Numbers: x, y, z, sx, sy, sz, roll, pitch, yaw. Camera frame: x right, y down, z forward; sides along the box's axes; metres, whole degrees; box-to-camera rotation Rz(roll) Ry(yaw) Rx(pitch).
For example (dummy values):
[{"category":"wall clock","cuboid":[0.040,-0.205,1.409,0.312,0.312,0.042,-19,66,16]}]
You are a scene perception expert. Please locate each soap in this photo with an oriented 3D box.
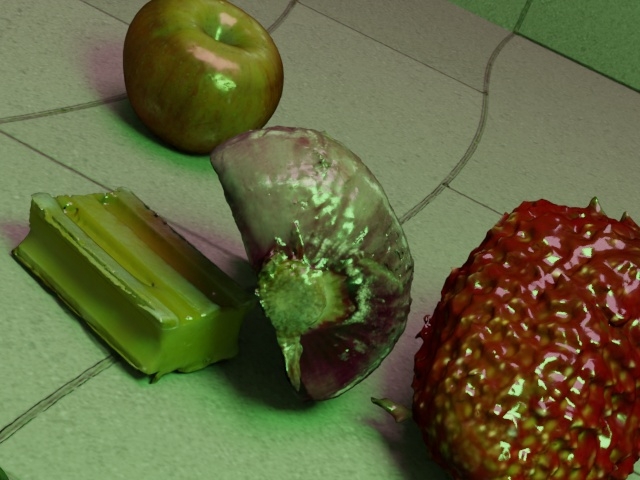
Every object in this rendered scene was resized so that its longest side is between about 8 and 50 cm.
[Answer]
[{"category":"soap","cuboid":[-0.184,0.036,1.275,0.135,0.076,0.233,-7,38,-48]}]

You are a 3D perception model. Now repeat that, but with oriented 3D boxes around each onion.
[{"category":"onion","cuboid":[0.000,0.000,1.298,0.159,0.267,0.348,-17,13,-2]}]

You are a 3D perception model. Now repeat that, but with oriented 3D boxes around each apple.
[{"category":"apple","cuboid":[-0.157,-0.210,1.674,0.210,0.173,0.235,20,34,-16]}]

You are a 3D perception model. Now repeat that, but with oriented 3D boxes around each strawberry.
[{"category":"strawberry","cuboid":[0.200,0.115,1.261,0.343,0.292,0.292,-24,50,-38]}]

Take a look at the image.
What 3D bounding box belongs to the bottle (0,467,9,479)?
[{"category":"bottle","cuboid":[-0.308,0.120,0.936,0.156,0.143,0.271,7,28,-31]}]
